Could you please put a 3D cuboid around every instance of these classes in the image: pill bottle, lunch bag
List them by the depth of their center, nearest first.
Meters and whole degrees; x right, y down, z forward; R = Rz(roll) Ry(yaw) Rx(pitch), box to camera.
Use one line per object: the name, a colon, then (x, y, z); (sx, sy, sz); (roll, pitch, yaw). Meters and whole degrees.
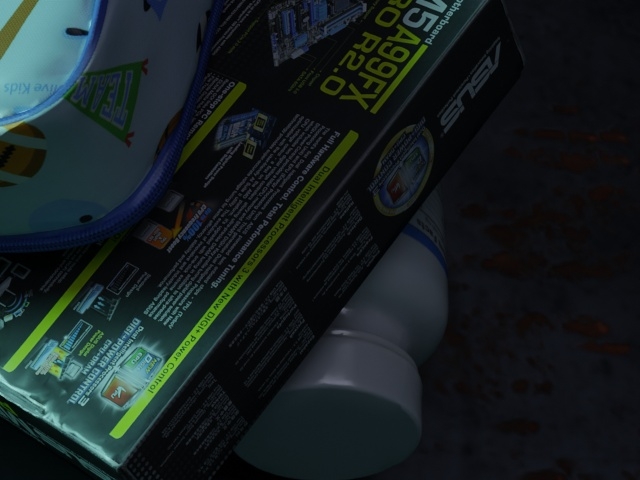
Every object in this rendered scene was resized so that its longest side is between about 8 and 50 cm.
lunch bag: (-0.197, -0.100, 0.777); (0.303, 0.115, 0.243); (-2, 58, 20)
pill bottle: (0.000, 0.000, 0.854); (0.124, 0.124, 0.221); (10, 54, -12)

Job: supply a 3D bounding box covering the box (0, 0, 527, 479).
box: (-0.071, -0.034, 0.788); (0.216, 0.060, 0.270); (26, 69, 33)
